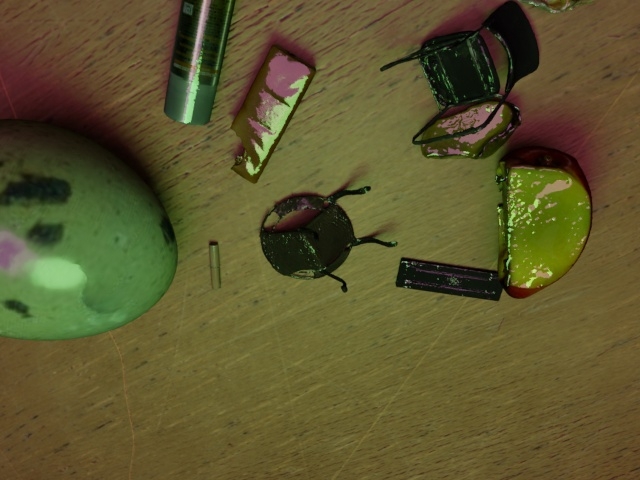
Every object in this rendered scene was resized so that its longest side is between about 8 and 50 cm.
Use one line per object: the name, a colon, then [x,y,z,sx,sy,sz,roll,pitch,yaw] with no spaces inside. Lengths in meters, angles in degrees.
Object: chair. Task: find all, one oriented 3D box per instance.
chair: [0.000,0.000,1.141,0.213,0.149,0.174,1,128,49]
chair: [0.230,-0.273,0.999,0.145,0.221,0.140,0,125,50]

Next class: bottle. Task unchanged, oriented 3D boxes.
bottle: [-0.187,-0.328,0.996,0.082,0.082,0.286,15,114,-5]

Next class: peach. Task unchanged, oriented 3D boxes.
peach: [0.378,-0.030,1.069,0.154,0.159,0.267,-2,113,15]

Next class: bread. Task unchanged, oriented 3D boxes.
bread: [-0.094,-0.212,1.065,0.088,0.049,0.226,28,113,-10]

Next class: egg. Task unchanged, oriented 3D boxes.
egg: [-0.443,-0.012,1.012,0.428,0.345,0.345,14,115,-18]

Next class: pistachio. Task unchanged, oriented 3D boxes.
pistachio: [0.256,-0.177,1.067,0.173,0.049,0.089,-19,90,13]

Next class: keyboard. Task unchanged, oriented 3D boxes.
keyboard: [0.249,0.076,1.203,0.204,0.013,0.061,8,115,-2]

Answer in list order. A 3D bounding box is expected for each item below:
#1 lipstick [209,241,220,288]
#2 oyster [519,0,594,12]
lipstick: [-0.202,0.048,1.205,0.019,0.019,0.094,2,115,1]
oyster: [0.346,-0.408,0.959,0.146,0.045,0.121,-8,118,14]
